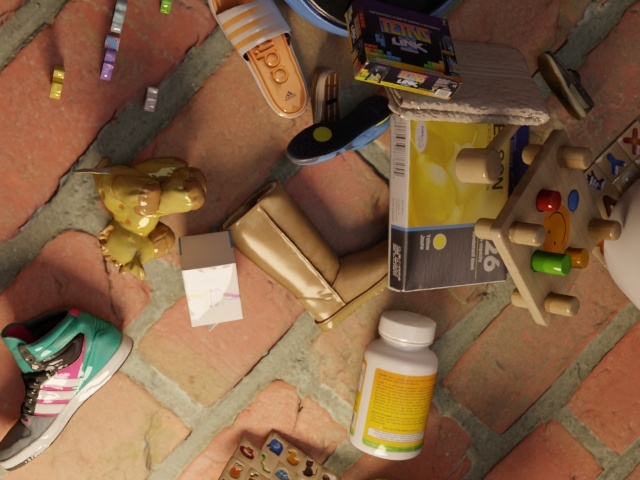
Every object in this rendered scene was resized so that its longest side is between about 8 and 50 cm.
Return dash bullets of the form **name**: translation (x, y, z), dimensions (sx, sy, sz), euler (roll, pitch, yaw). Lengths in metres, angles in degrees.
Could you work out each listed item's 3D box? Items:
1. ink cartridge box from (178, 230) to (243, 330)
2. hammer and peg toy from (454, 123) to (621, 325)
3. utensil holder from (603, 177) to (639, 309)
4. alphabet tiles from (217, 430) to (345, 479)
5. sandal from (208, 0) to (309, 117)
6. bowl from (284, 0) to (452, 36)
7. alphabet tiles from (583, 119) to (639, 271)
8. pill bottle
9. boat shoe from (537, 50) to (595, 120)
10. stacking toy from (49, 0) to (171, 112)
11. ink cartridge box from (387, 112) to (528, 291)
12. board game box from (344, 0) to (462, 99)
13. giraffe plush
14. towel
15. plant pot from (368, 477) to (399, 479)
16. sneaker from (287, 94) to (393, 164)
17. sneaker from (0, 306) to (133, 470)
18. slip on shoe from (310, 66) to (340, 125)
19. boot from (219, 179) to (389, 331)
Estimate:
- **ink cartridge box**: translation (-0.183, 0.071, 1.675), dimensions (0.090, 0.092, 0.143), euler (-9, 129, -6)
- **hammer and peg toy**: translation (0.383, -0.061, 1.710), dimensions (0.266, 0.127, 0.361), euler (-53, 130, -26)
- **utensil holder**: translation (0.711, 0.054, 1.735), dimensions (0.327, 0.385, 0.328), euler (-4, 113, -8)
- **alphabet tiles**: translation (-0.071, 0.467, 1.789), dimensions (0.237, 0.009, 0.198), euler (35, 59, -5)
- **sandal**: translation (-0.086, -0.321, 1.634), dimensions (0.102, 0.076, 0.265), euler (-32, 109, -5)
- **bowl**: translation (0.092, -0.513, 1.596), dimensions (0.391, 0.077, 0.391), euler (-8, 116, -16)
- **alphabet tiles**: translation (0.645, -0.052, 1.924), dimensions (0.285, 0.011, 0.342), euler (-45, 110, -1)
- **pill bottle**: translation (0.138, 0.257, 1.800), dimensions (0.136, 0.136, 0.246), euler (7, 102, -16)
- **boat shoe**: translation (0.443, -0.286, 1.796), dimensions (0.049, 0.056, 0.152), euler (-42, 119, -7)
- **stacking toy**: translation (-0.330, -0.320, 1.584), dimensions (0.167, 0.052, 0.221), euler (9, 100, -17)
- **ink cartridge box**: translation (0.259, -0.073, 1.739), dimensions (0.307, 0.072, 0.304), euler (-5, 100, -27)
- **board game box**: translation (0.131, -0.305, 1.580), dimensions (0.170, 0.048, 0.141), euler (8, 56, -23)
- **giraffe plush**: translation (-0.292, -0.032, 1.613), dimensions (0.210, 0.181, 0.170), euler (2, 110, -6)
- **towel**: translation (0.235, -0.266, 1.677), dimensions (0.282, 0.187, 0.049), euler (2, 137, -16)
- **plant pot**: translation (0.141, 0.567, 1.814), dimensions (0.276, 0.254, 0.276), euler (-3, 104, -13)
- **sneaker**: translation (0.036, -0.169, 1.689), dimensions (0.209, 0.082, 0.069), euler (-30, 65, -21)
- **sneaker**: translation (-0.469, 0.223, 1.638), dimensions (0.295, 0.124, 0.178), euler (-48, 115, -8)
- **slip on shoe**: translation (0.003, -0.230, 1.700), dimensions (0.051, 0.041, 0.135), euler (-22, 128, -35)
- **boot**: translation (0.000, 0.000, 1.729), dimensions (0.236, 0.089, 0.269), euler (-42, 108, -2)
